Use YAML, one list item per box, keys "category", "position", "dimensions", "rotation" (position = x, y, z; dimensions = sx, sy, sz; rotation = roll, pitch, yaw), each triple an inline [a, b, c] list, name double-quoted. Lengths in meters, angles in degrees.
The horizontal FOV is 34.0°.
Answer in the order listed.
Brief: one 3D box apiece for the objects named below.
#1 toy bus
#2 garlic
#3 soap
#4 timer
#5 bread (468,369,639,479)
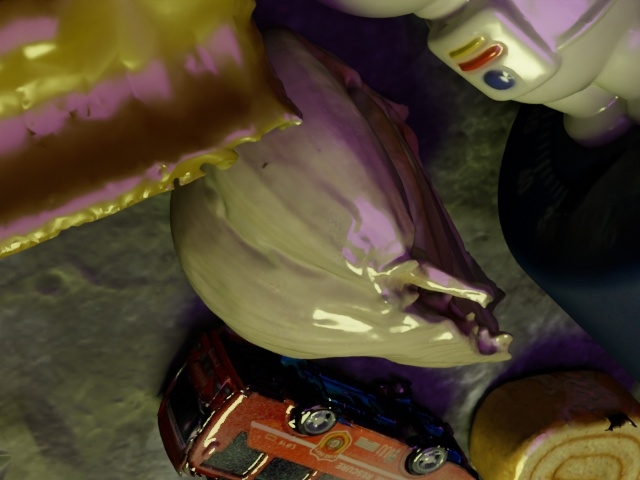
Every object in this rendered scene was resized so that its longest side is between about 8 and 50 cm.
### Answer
- category: "toy bus"
  position: [0.005, 0.129, 0.675]
  dimensions: [0.235, 0.073, 0.096]
  rotation: [26, 109, -37]
- category: "garlic"
  position: [0.000, 0.000, 0.537]
  dimensions: [0.142, 0.178, 0.229]
  rotation: [-29, 145, 8]
- category: "soap"
  position: [-0.187, -0.047, 0.393]
  dimensions: [0.315, 0.199, 0.091]
  rotation: [-22, 118, -14]
- category: "timer"
  position: [0.131, -0.112, 0.518]
  dimensions: [0.383, 0.270, 0.270]
  rotation: [33, 99, -24]
- category: "bread"
  position: [0.185, 0.164, 0.788]
  dimensions: [0.149, 0.073, 0.122]
  rotation: [-2, 120, -27]
